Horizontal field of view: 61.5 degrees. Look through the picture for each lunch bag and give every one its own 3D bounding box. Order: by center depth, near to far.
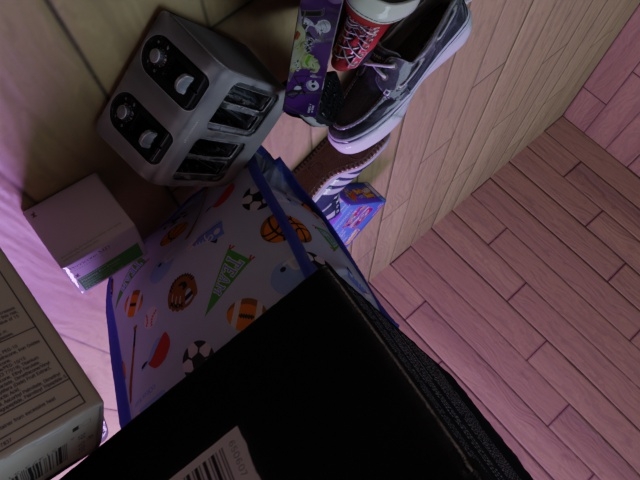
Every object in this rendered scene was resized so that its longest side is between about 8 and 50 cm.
[{"bbox_3d":[-0.128,0.063,0.782,0.328,0.385,0.239,-42,137,8],"label":"lunch bag"}]

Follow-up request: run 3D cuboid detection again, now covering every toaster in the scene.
[{"bbox_3d":[-0.145,-0.158,0.654,0.168,0.110,0.186,-49,163,21],"label":"toaster"}]

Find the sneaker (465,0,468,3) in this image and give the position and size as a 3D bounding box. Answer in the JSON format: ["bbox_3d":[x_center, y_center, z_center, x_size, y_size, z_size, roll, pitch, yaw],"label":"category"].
[{"bbox_3d":[0.251,-0.442,0.956,0.054,0.061,0.152,-36,164,-28],"label":"sneaker"}]

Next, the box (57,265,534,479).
[{"bbox_3d":[-0.011,0.351,0.614,0.480,0.297,0.472,-39,142,5],"label":"box"}]

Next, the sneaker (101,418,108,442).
[{"bbox_3d":[-0.547,0.414,1.191,0.130,0.087,0.227,-31,157,-30],"label":"sneaker"}]

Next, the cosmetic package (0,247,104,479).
[{"bbox_3d":[-0.346,0.097,0.498,0.153,0.296,0.129,-27,158,-37],"label":"cosmetic package"}]

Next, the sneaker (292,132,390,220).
[{"bbox_3d":[0.038,-0.138,1.138,0.282,0.099,0.153,-39,159,9],"label":"sneaker"}]

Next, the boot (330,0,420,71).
[{"bbox_3d":[0.057,-0.288,0.736,0.176,0.088,0.244,-53,-173,37],"label":"boot"}]

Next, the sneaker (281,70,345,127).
[{"bbox_3d":[-0.027,-0.200,0.787,0.097,0.084,0.234,-11,-169,14],"label":"sneaker"}]

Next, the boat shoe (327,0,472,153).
[{"bbox_3d":[0.120,-0.305,0.937,0.335,0.121,0.119,-50,148,4],"label":"boat shoe"}]

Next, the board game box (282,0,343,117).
[{"bbox_3d":[0.017,-0.318,0.538,0.346,0.056,0.208,109,-12,-58],"label":"board game box"}]

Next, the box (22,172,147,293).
[{"bbox_3d":[-0.296,-0.009,0.688,0.101,0.102,0.087,-35,160,-21],"label":"box"}]

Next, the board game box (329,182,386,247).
[{"bbox_3d":[0.000,0.000,1.434,0.347,0.078,0.233,-50,162,23],"label":"board game box"}]
